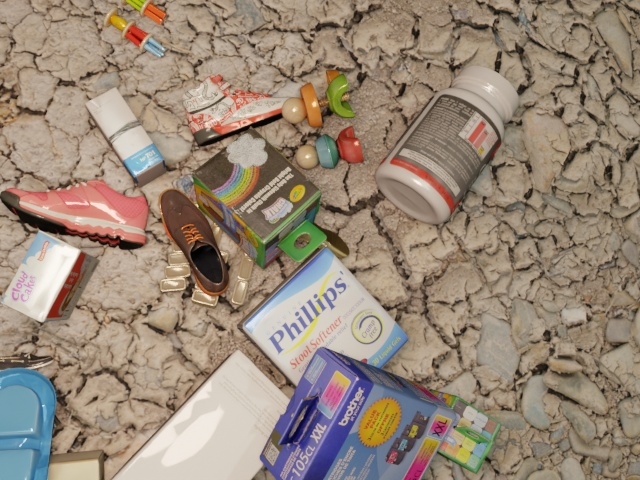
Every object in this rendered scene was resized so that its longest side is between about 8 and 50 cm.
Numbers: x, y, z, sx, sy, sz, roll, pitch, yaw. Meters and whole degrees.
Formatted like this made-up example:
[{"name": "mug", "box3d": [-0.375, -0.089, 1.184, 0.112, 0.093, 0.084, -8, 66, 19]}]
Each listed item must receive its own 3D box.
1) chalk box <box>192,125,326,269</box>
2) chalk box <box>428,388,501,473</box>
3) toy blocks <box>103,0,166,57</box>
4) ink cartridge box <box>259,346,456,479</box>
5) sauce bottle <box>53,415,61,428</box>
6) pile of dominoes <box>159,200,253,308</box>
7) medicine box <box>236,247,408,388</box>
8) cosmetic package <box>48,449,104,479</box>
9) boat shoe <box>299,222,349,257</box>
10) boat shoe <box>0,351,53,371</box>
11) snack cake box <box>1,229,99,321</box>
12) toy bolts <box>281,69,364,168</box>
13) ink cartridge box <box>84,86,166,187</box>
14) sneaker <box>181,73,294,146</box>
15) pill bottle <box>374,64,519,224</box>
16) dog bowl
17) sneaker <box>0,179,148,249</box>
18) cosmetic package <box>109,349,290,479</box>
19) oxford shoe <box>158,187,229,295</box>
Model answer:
[{"name": "chalk box", "box3d": [-0.119, -0.069, 1.431, 0.180, 0.179, 0.289, -42, 80, -18]}, {"name": "chalk box", "box3d": [0.314, 0.442, 1.489, 0.132, 0.213, 0.132, 33, 78, -7]}, {"name": "toy blocks", "box3d": [-0.412, -0.509, 1.513, 0.148, 0.054, 0.123, 35, 79, -7]}, {"name": "ink cartridge box", "box3d": [0.062, 0.396, 1.332, 0.396, 0.151, 0.269, 28, 91, -36]}, {"name": "sauce bottle", "box3d": [-0.606, 0.349, 1.389, 0.042, 0.042, 0.128, -32, 94, -13]}, {"name": "pile of dominoes", "box3d": [-0.252, 0.029, 1.512, 0.196, 0.040, 0.251, 15, 73, -8]}, {"name": "medicine box", "box3d": [0.002, 0.209, 1.480, 0.263, 0.149, 0.289, -44, 95, -13]}, {"name": "cosmetic package", "box3d": [-0.612, 0.536, 1.331, 0.310, 0.113, 0.160, -3, 84, -13]}, {"name": "boat shoe", "box3d": [-0.001, 0.001, 1.556, 0.153, 0.048, 0.056, 30, 34, -12]}, {"name": "boat shoe", "box3d": [-0.644, 0.260, 1.389, 0.125, 0.046, 0.038, -8, 91, -5]}, {"name": "snack cake box", "box3d": [-0.542, 0.080, 1.315, 0.089, 0.264, 0.152, 27, 79, -8]}, {"name": "toy bolts", "box3d": [-0.004, -0.284, 1.544, 0.159, 0.218, 0.228, -16, 121, 0]}, {"name": "ink cartridge box", "box3d": [-0.431, -0.225, 1.435, 0.082, 0.139, 0.190, -33, 92, -12]}, {"name": "sneaker", "box3d": [-0.191, -0.334, 1.524, 0.270, 0.090, 0.144, -22, 92, -11]}, {"name": "pill bottle", "box3d": [0.313, -0.235, 1.562, 0.210, 0.210, 0.362, 39, 78, -6]}, {"name": "dog bowl", "box3d": [-0.611, 0.405, 1.272, 0.166, 0.074, 0.297, 0, 61, -11]}, {"name": "sneaker", "box3d": [-0.534, -0.078, 1.428, 0.314, 0.116, 0.136, 16, 71, -17]}, {"name": "cosmetic package", "box3d": [-0.242, 0.445, 1.369, 0.217, 0.156, 0.385, 46, 71, 0]}, {"name": "oxford shoe", "box3d": [-0.279, -0.008, 1.442, 0.097, 0.098, 0.271, -30, 84, -17]}]
